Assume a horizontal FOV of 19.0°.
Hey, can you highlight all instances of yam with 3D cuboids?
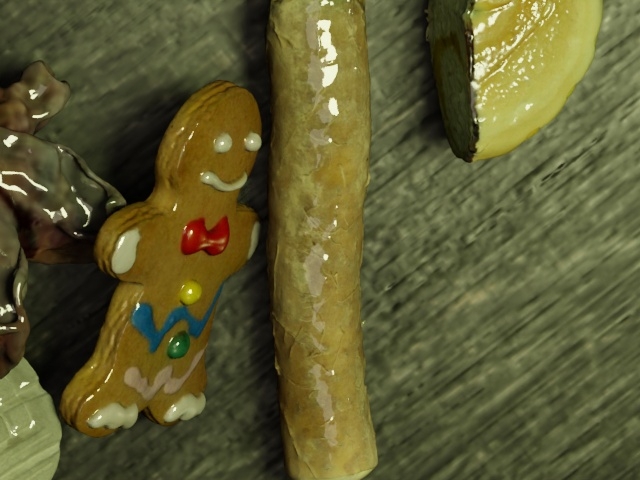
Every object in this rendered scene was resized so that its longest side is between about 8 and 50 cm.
[{"bbox_3d":[0.000,0.000,1.084,0.066,0.066,0.299,-3,104,-5],"label":"yam"}]

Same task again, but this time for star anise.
[{"bbox_3d":[-0.212,-0.028,1.000,0.220,0.099,0.214,-26,78,-32],"label":"star anise"}]

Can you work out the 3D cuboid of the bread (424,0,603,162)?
[{"bbox_3d":[0.109,-0.128,1.056,0.094,0.083,0.157,-10,106,-6],"label":"bread"}]

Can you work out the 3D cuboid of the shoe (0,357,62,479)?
[{"bbox_3d":[-0.239,0.070,1.070,0.099,0.125,0.227,-34,79,-32],"label":"shoe"}]

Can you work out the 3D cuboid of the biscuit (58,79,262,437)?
[{"bbox_3d":[-0.076,0.012,1.049,0.031,0.138,0.205,23,101,29],"label":"biscuit"}]
